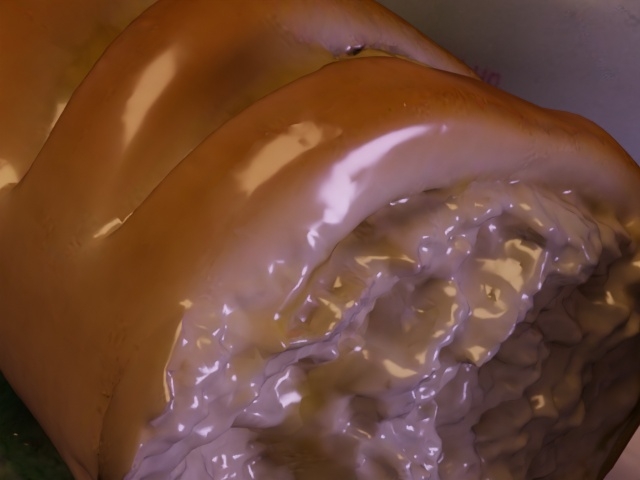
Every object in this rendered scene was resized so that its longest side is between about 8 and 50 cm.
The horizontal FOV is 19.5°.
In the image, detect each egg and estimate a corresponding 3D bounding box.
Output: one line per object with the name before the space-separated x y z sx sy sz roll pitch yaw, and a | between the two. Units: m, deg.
egg | 0.132 -0.101 0.960 0.264 0.183 0.183 23 45 16

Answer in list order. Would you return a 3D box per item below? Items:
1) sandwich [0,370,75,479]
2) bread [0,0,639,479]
sandwich | -0.210 0.068 0.824 0.212 0.109 0.292 -12 40 -13
bread | 0.000 0.000 0.742 0.211 0.316 0.270 -50 48 9
